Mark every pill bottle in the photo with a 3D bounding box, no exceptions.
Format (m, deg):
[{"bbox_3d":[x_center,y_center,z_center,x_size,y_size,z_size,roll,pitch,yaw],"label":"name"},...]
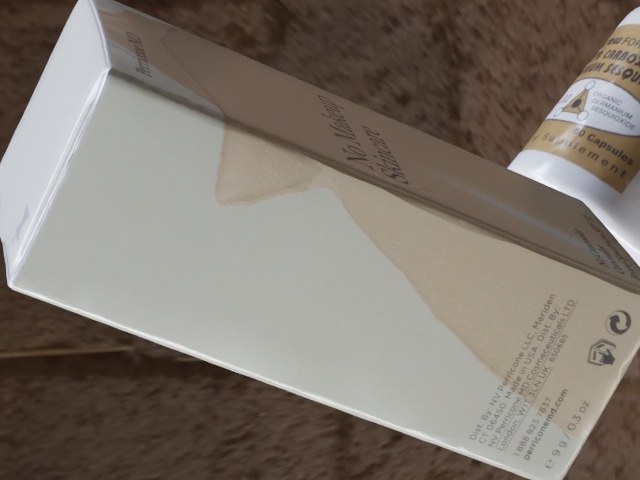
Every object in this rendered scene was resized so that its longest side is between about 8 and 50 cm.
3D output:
[{"bbox_3d":[0.241,-0.089,1.316,0.131,0.131,0.229,37,78,9],"label":"pill bottle"}]

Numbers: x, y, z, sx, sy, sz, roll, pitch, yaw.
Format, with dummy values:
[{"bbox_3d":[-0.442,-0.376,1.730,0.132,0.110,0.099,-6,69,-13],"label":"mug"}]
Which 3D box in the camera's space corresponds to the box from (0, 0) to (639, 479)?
[{"bbox_3d":[0.000,0.000,0.981,0.311,0.148,0.121,21,107,-21],"label":"box"}]
